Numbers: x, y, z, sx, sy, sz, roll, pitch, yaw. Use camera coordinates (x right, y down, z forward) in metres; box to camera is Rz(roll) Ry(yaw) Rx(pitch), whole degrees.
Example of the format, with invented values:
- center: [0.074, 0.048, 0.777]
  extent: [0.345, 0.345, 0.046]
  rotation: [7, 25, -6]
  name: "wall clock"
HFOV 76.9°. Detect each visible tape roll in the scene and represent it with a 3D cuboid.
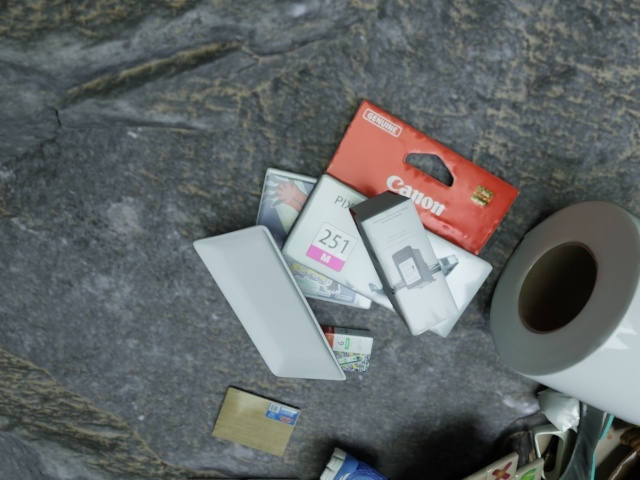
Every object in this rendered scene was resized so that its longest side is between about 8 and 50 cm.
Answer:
- center: [0.372, 0.092, 0.527]
  extent: [0.169, 0.246, 0.246]
  rotation: [25, 101, -5]
  name: "tape roll"

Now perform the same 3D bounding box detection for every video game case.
- center: [0.000, 0.000, 0.615]
  extent: [0.202, 0.023, 0.183]
  rotation: [12, 102, -3]
  name: "video game case"

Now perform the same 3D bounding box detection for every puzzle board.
- center: [-0.110, 0.310, 0.690]
  extent: [0.128, 0.011, 0.096]
  rotation: [20, 100, -6]
  name: "puzzle board"

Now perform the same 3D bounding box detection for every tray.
- center: [-0.068, 0.097, 0.594]
  extent: [0.145, 0.030, 0.270]
  rotation: [-11, 116, 34]
  name: "tray"

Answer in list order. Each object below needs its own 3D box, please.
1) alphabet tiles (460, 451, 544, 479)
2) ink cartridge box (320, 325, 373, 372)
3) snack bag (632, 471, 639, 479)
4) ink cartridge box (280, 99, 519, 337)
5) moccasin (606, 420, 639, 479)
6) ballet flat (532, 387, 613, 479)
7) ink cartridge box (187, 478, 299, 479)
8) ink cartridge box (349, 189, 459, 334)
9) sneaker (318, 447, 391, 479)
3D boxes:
- center: [0.238, 0.485, 0.657]
  extent: [0.285, 0.011, 0.342]
  rotation: [-18, 121, -15]
  name: "alphabet tiles"
- center: [0.023, 0.174, 0.651]
  extent: [0.115, 0.029, 0.062]
  rotation: [7, 103, -2]
  name: "ink cartridge box"
- center: [0.670, 0.512, 0.731]
  extent: [0.342, 0.037, 0.323]
  rotation: [42, 99, -9]
  name: "snack bag"
- center: [0.120, -0.026, 0.571]
  extent: [0.275, 0.060, 0.238]
  rotation: [28, 102, -7]
  name: "ink cartridge box"
- center: [0.541, 0.346, 0.633]
  extent: [0.147, 0.139, 0.379]
  rotation: [25, 106, 2]
  name: "moccasin"
- center: [0.405, 0.305, 0.656]
  extent: [0.096, 0.095, 0.280]
  rotation: [5, 103, 11]
  name: "ballet flat"
- center: [-0.138, 0.499, 0.686]
  extent: [0.203, 0.086, 0.148]
  rotation: [0, 95, -1]
  name: "ink cartridge box"
- center: [0.098, 0.022, 0.495]
  extent: [0.063, 0.109, 0.150]
  rotation: [-26, 103, 1]
  name: "ink cartridge box"
- center: [0.053, 0.519, 0.661]
  extent: [0.147, 0.130, 0.329]
  rotation: [11, 104, 19]
  name: "sneaker"
